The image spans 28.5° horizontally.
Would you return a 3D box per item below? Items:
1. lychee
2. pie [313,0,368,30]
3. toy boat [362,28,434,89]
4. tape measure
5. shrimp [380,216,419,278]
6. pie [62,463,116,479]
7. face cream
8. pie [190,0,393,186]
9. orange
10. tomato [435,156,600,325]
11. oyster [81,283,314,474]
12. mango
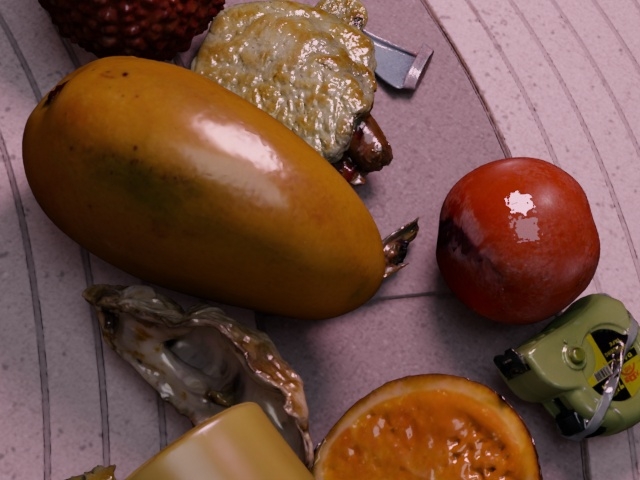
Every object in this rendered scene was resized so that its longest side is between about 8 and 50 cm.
[{"bbox_3d":[-0.235,-0.367,1.594,0.264,0.264,0.300,19,65,-5],"label":"lychee"},{"bbox_3d":[0.024,-0.310,1.757,0.085,0.017,0.085,-3,65,6],"label":"pie"},{"bbox_3d":[0.089,-0.257,1.757,0.122,0.034,0.096,23,56,8],"label":"toy boat"},{"bbox_3d":[0.335,0.160,1.575,0.200,0.106,0.175,-34,89,-35],"label":"tape measure"},{"bbox_3d":[0.000,0.001,1.602,0.253,0.058,0.173,-25,65,-19],"label":"shrimp"},{"bbox_3d":[-0.210,0.419,1.342,0.371,0.078,0.296,34,64,2],"label":"pie"},{"bbox_3d":[-0.099,0.296,1.264,0.218,0.218,0.179,-32,76,-24],"label":"face cream"},{"bbox_3d":[-0.045,-0.195,1.652,0.257,0.105,0.274,-4,66,-6],"label":"pie"},{"bbox_3d":[0.107,0.306,1.377,0.274,0.274,0.310,4,105,-12],"label":"orange"},{"bbox_3d":[0.238,0.003,1.568,0.184,0.208,0.208,-20,72,-31],"label":"tomato"},{"bbox_3d":[-0.126,0.143,1.431,0.341,0.166,0.110,27,32,30],"label":"oyster"},{"bbox_3d":[-0.131,-0.049,1.444,0.446,0.300,0.232,28,69,5],"label":"mango"}]
